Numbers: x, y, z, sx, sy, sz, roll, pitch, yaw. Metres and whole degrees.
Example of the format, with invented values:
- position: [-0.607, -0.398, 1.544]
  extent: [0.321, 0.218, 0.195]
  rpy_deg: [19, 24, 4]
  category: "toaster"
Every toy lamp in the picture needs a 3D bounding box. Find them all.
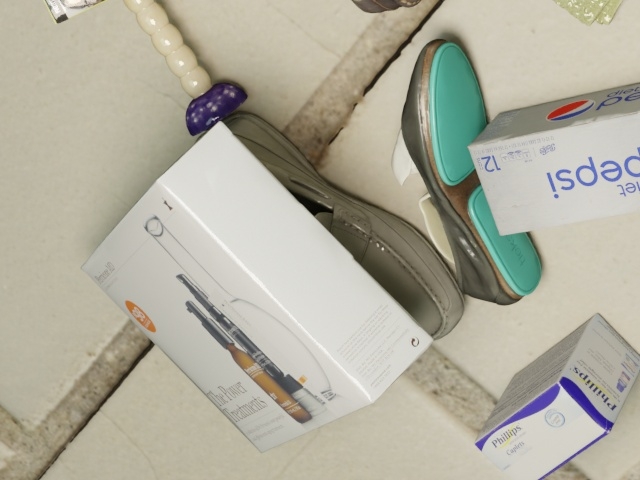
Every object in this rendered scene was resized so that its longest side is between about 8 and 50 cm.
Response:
- position: [-0.175, -0.236, 1.912]
  extent: [0.080, 0.080, 0.274]
  rpy_deg: [-27, 105, 35]
  category: "toy lamp"

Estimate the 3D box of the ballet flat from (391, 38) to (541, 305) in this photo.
- position: [0.122, -0.058, 1.854]
  extent: [0.096, 0.095, 0.280]
  rpy_deg: [-3, 116, 41]
  category: "ballet flat"

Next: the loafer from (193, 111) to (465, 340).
- position: [0.000, 0.000, 1.932]
  extent: [0.319, 0.111, 0.112]
  rpy_deg: [36, 127, 5]
  category: "loafer"

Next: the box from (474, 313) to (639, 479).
- position: [0.234, 0.158, 1.886]
  extent: [0.072, 0.137, 0.126]
  rpy_deg: [45, 127, -3]
  category: "box"

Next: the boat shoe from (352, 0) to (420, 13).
- position: [-0.017, -0.348, 1.733]
  extent: [0.130, 0.132, 0.355]
  rpy_deg: [-30, 99, 36]
  category: "boat shoe"

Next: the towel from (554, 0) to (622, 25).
- position: [0.220, -0.267, 1.723]
  extent: [0.148, 0.027, 0.110]
  rpy_deg: [35, 128, 4]
  category: "towel"

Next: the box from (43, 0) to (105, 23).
- position: [-0.163, -0.292, 1.825]
  extent: [0.232, 0.058, 0.087]
  rpy_deg: [-23, 105, 6]
  category: "box"

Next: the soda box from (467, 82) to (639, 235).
- position: [0.287, -0.085, 1.751]
  extent: [0.286, 0.091, 0.098]
  rpy_deg: [-11, 110, 31]
  category: "soda box"

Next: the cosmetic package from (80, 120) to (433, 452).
- position: [-0.077, 0.060, 1.910]
  extent: [0.284, 0.097, 0.377]
  rpy_deg: [48, 158, -2]
  category: "cosmetic package"
